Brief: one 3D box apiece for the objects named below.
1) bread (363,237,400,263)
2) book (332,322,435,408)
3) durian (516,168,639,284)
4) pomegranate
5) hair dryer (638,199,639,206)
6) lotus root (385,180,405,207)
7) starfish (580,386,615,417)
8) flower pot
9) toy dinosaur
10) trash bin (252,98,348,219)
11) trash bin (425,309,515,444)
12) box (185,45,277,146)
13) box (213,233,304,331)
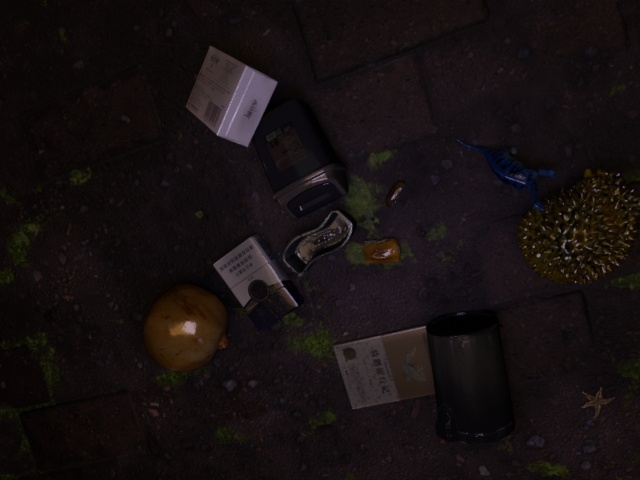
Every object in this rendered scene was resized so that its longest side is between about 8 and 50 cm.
[{"bbox_3d":[0.178,0.032,1.390,0.105,0.053,0.072,-4,95,19],"label":"bread"},{"bbox_3d":[0.212,0.384,1.456,0.310,0.021,0.217,-16,95,15],"label":"book"},{"bbox_3d":[0.645,-0.022,1.189,0.293,0.258,0.258,-42,88,5],"label":"durian"},{"bbox_3d":[-0.401,0.267,1.455,0.264,0.264,0.265,2,100,12],"label":"pomegranate"},{"bbox_3d":[0.847,-0.106,1.226,0.137,0.047,0.082,-8,97,21],"label":"hair dryer"},{"bbox_3d":[0.208,-0.132,1.364,0.030,0.037,0.083,32,105,10],"label":"lotus root"},{"bbox_3d":[0.776,0.452,1.344,0.086,0.016,0.092,2,94,14],"label":"starfish"},{"bbox_3d":[0.000,0.000,1.396,0.229,0.108,0.103,-36,90,14],"label":"flower pot"},{"bbox_3d":[0.500,-0.179,1.245,0.329,0.144,0.076,58,144,39],"label":"toy dinosaur"},{"bbox_3d":[-0.059,-0.223,1.340,0.209,0.182,0.291,-26,87,20],"label":"trash bin"},{"bbox_3d":[0.404,0.365,1.314,0.252,0.203,0.302,-13,97,-26],"label":"trash bin"},{"bbox_3d":[-0.252,-0.398,1.318,0.260,0.111,0.195,45,112,47],"label":"box"},{"bbox_3d":[-0.189,0.130,1.478,0.168,0.071,0.259,-36,89,15],"label":"box"}]
